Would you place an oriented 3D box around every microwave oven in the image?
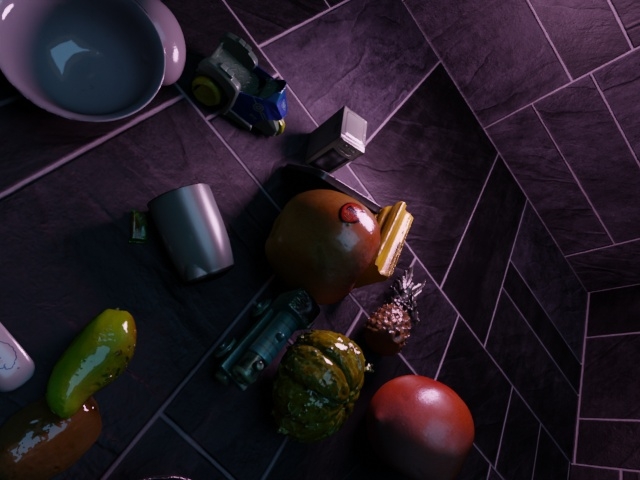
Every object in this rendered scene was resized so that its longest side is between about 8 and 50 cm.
[{"bbox_3d":[0.060,-0.349,1.478,0.129,0.204,0.163,28,59,-30],"label":"microwave oven"}]

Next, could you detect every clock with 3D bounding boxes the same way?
[{"bbox_3d":[0.032,-0.166,1.363,0.278,0.273,0.049,28,90,-30],"label":"clock"}]

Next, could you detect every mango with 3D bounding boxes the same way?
[{"bbox_3d":[-0.469,0.252,0.857,0.125,0.111,0.233,32,50,-19],"label":"mango"}]

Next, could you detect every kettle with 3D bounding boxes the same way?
[{"bbox_3d":[-0.311,-0.011,1.078,0.237,0.161,0.221,67,16,0],"label":"kettle"}]

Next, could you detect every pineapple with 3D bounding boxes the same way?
[{"bbox_3d":[0.288,0.250,1.485,0.166,0.165,0.364,55,45,-10],"label":"pineapple"}]

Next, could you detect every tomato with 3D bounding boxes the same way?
[{"bbox_3d":[0.290,0.571,1.250,0.321,0.321,0.322,16,64,-36],"label":"tomato"}]

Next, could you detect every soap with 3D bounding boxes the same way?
[{"bbox_3d":[0.197,0.016,1.460,0.096,0.204,0.325,46,50,-22],"label":"soap"}]

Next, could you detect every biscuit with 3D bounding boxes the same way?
[{"bbox_3d":[-0.459,-0.034,1.039,0.046,0.016,0.089,8,69,-38],"label":"biscuit"}]

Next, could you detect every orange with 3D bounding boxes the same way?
[{"bbox_3d":[-0.012,0.391,1.115,0.300,0.223,0.302,38,73,-56],"label":"orange"}]

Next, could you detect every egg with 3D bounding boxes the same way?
[{"bbox_3d":[-0.461,-0.541,1.123,0.176,0.176,0.232,-32,107,-43],"label":"egg"}]

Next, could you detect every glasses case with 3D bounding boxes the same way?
[{"bbox_3d":[-0.630,0.199,0.780,0.076,0.049,0.197,-42,102,-42],"label":"glasses case"}]

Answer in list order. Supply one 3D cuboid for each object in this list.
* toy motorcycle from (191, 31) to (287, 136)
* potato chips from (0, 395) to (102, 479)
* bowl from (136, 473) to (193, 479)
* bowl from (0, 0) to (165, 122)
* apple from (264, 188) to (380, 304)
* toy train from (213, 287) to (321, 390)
[{"bbox_3d":[-0.218,-0.473,1.293,0.326,0.199,0.191,35,53,-23],"label":"toy motorcycle"},{"bbox_3d":[-0.529,0.385,0.800,0.201,0.049,0.151,-24,95,-49],"label":"potato chips"},{"bbox_3d":[-0.351,0.627,0.764,0.353,0.185,0.355,16,64,-36],"label":"bowl"},{"bbox_3d":[-0.557,-0.426,0.984,0.344,0.157,0.347,2,85,-24],"label":"bowl"},{"bbox_3d":[0.000,0.000,1.205,0.304,0.339,0.339,34,51,2],"label":"apple"},{"bbox_3d":[-0.144,0.255,1.080,0.120,0.194,0.298,53,49,-14],"label":"toy train"}]
